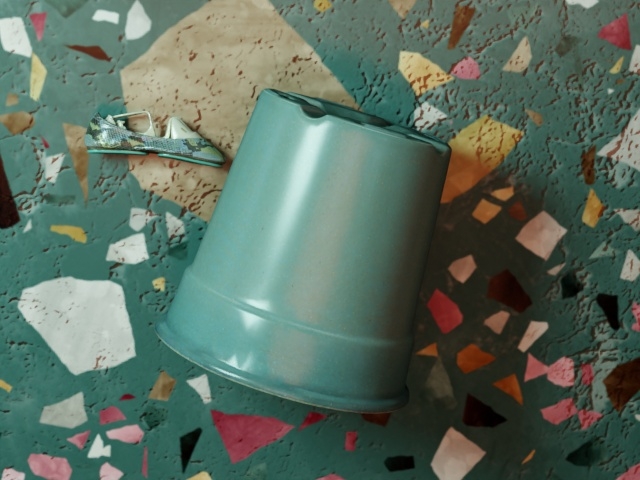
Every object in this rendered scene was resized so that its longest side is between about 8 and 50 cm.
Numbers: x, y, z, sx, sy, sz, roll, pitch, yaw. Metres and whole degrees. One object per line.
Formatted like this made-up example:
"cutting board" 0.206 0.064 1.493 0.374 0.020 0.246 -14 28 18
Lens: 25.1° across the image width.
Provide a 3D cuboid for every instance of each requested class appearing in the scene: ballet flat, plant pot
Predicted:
"ballet flat" -0.215 -0.137 1.894 0.188 0.070 0.070 6 108 -8
"plant pot" 0.000 0.000 1.826 0.341 0.341 0.334 16 98 -8
